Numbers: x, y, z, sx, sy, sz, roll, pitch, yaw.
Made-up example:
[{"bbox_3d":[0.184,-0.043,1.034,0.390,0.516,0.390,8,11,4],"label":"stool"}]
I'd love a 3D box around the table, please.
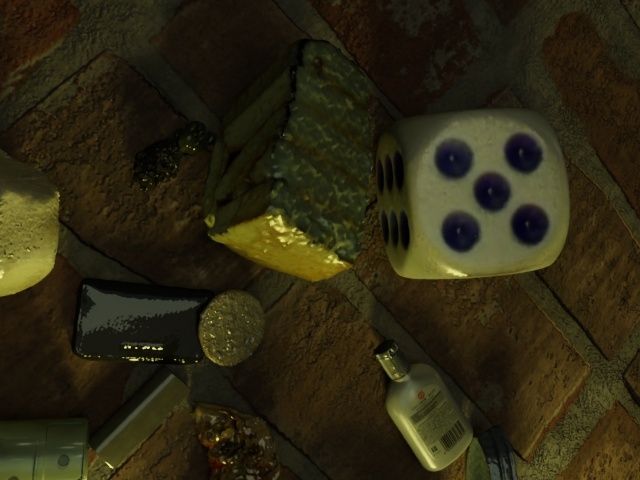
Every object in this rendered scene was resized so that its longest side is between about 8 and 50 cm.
[{"bbox_3d":[-0.494,0.354,1.070,0.220,0.126,0.126,5,87,-21],"label":"table"}]

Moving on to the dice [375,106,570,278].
[{"bbox_3d":[0.283,-0.092,1.287,0.304,0.277,0.304,-6,94,-9],"label":"dice"}]

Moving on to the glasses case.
[{"bbox_3d":[-0.324,0.316,1.187,0.190,0.042,0.072,-45,114,-17],"label":"glasses case"}]

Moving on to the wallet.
[{"bbox_3d":[-0.314,0.150,1.192,0.250,0.044,0.149,9,89,-22],"label":"wallet"}]

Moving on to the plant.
[{"bbox_3d":[-0.270,-0.158,1.199,0.174,0.087,0.085,-38,133,-13],"label":"plant"}]

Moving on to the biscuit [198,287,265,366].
[{"bbox_3d":[-0.166,0.163,1.244,0.152,0.020,0.152,-7,101,-41],"label":"biscuit"}]

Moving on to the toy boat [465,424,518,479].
[{"bbox_3d":[0.373,0.541,1.422,0.078,0.127,0.283,-4,93,-16],"label":"toy boat"}]

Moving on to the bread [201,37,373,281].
[{"bbox_3d":[-0.069,-0.137,1.179,0.239,0.264,0.395,26,60,-39],"label":"bread"}]

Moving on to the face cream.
[{"bbox_3d":[0.206,0.338,1.385,0.144,0.071,0.291,-38,104,-19],"label":"face cream"}]

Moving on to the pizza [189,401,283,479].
[{"bbox_3d":[-0.152,0.398,1.241,0.147,0.069,0.226,-14,94,-20],"label":"pizza"}]

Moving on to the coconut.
[{"bbox_3d":[-0.521,-0.028,1.004,0.245,0.247,0.245,1,98,10],"label":"coconut"}]
